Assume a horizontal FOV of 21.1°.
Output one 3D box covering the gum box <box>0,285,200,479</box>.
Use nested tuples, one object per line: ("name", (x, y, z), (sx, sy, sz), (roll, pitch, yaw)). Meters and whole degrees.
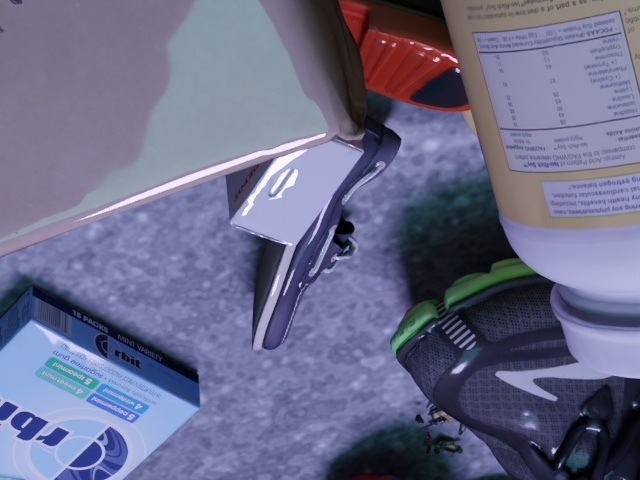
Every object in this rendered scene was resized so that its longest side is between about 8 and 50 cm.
("gum box", (-0.210, 0.136, 1.314), (0.157, 0.041, 0.184), (32, 121, -29))

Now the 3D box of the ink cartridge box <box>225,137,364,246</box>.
("ink cartridge box", (-0.021, -0.070, 1.110), (0.052, 0.122, 0.088), (22, 124, -22))

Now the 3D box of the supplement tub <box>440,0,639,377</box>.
("supplement tub", (0.196, -0.115, 0.957), (0.241, 0.241, 0.331), (-15, 104, 6))

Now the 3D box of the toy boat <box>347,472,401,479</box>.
("toy boat", (0.112, 0.267, 1.418), (0.151, 0.151, 0.231), (-37, 130, -14))

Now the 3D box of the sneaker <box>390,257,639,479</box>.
("sneaker", (0.240, 0.179, 1.297), (0.185, 0.202, 0.483), (-36, 125, 21))

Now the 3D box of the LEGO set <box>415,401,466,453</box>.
("LEGO set", (0.100, 0.140, 1.371), (0.054, 0.023, 0.083), (13, 140, -14))

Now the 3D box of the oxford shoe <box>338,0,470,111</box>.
("oxford shoe", (-0.011, -0.173, 1.062), (0.271, 0.098, 0.097), (24, 157, -8))

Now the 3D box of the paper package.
("paper package", (-0.174, -0.166, 0.915), (0.309, 0.168, 0.325), (-20, 107, 9))

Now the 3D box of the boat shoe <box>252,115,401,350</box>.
("boat shoe", (0.000, 0.000, 1.204), (0.065, 0.075, 0.206), (12, 123, -12))

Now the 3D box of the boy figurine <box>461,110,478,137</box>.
("boy figurine", (0.204, -0.056, 1.160), (0.285, 0.092, 0.177), (36, 96, -31))
